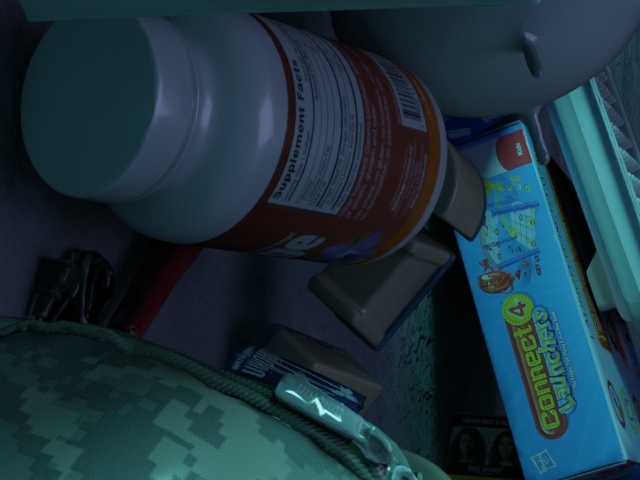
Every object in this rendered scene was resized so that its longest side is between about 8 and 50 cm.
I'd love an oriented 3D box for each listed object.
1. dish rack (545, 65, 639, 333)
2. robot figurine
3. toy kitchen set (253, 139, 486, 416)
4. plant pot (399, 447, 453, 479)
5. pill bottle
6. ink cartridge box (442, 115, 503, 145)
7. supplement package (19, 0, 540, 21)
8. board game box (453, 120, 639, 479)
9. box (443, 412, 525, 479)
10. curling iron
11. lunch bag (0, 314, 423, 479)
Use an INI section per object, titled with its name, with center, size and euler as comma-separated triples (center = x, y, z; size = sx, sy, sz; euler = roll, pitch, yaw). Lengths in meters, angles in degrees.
[dish rack]
center = 0.270, -0.058, 1.324
size = 0.285, 0.072, 0.332
euler = 5, 66, -71
[robot figurine]
center = 0.085, -0.225, 0.857
size = 0.300, 0.200, 0.353
euler = 33, 39, -63
[toy kitchen set]
center = 0.000, 0.000, 0.932
size = 0.207, 0.166, 0.122
euler = -50, 154, 4
[plant pot]
center = 0.036, 0.269, 0.813
size = 0.243, 0.275, 0.275
euler = 61, 36, -32
[pill bottle]
center = -0.040, -0.054, 0.713
size = 0.216, 0.121, 0.121
euler = 9, 84, -51
[ink cartridge box]
center = 0.159, -0.188, 1.210
size = 0.046, 0.097, 0.207
euler = 32, 63, -15
[supplement package]
center = -0.025, -0.235, 0.451
size = 0.262, 0.199, 0.198
euler = 70, 30, -44
[board game box]
center = 0.224, 0.080, 1.301
size = 0.302, 0.086, 0.308
euler = 29, 44, -65
[box]
center = 0.145, 0.274, 1.265
size = 0.058, 0.087, 0.232
euler = 54, 44, -52
[curling iron]
center = -0.079, -0.013, 0.774
size = 0.274, 0.035, 0.068
euler = -54, 139, -53
[lunch bag]
center = -0.119, 0.162, 0.410
size = 0.305, 0.256, 0.212
euler = -55, 141, -53
